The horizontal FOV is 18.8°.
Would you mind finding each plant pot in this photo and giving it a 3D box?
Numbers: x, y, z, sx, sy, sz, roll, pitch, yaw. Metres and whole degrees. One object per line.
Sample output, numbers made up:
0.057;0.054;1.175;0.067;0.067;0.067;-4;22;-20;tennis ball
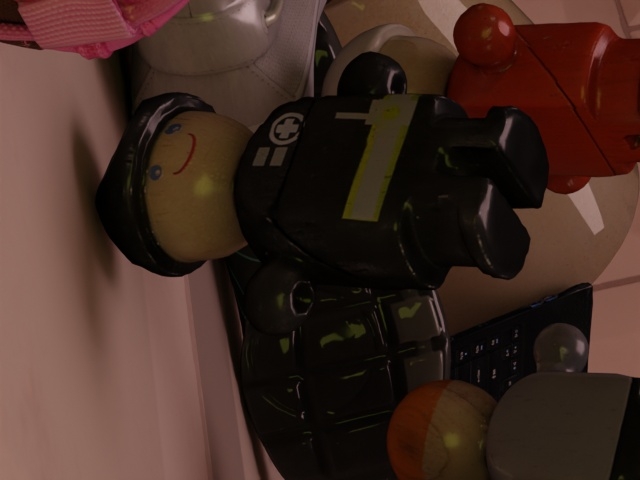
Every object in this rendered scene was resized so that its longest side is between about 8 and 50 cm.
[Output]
0.059;-0.099;1.373;0.274;0.256;0.256;56;17;-39;plant pot

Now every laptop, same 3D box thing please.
0.116;0.191;1.300;0.136;0.264;0.234;36;-44;45;laptop

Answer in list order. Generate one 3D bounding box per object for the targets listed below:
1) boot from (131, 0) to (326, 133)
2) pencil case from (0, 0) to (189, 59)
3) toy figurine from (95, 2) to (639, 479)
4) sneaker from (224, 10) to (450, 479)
-0.040;-0.144;0.788;0.258;0.095;0.123;-96;180;-52;boot
-0.059;-0.110;0.473;0.209;0.095;0.098;-88;176;-67;pencil case
0.036;0.030;0.664;0.213;0.148;0.209;-30;116;-54;toy figurine
0.000;0.000;0.938;0.106;0.101;0.267;-84;162;-86;sneaker
